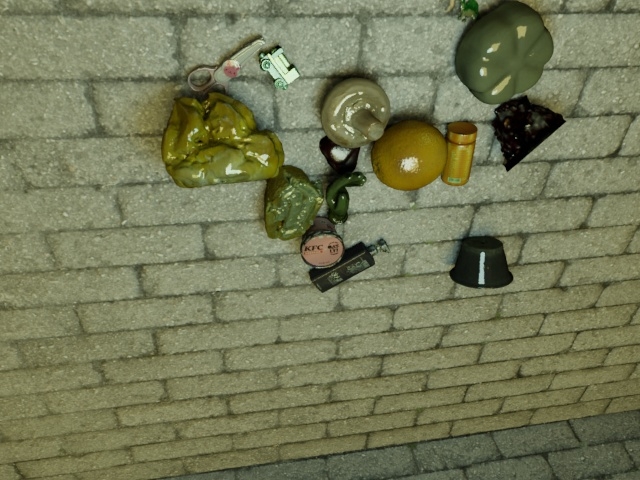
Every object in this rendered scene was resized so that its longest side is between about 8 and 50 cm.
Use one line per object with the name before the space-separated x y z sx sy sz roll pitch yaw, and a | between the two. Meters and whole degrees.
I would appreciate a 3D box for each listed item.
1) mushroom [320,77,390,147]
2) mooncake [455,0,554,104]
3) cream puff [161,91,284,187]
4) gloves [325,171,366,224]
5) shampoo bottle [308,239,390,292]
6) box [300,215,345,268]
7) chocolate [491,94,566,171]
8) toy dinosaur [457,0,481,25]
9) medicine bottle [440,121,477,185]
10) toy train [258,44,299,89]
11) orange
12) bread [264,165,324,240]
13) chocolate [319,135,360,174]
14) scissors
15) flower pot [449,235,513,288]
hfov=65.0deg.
mushroom | 0.111 -0.348 1.429 0.207 0.215 0.207 -12 129 -15
mooncake | 0.521 -0.518 1.420 0.275 0.135 0.275 -12 135 -12
cream puff | -0.273 -0.278 1.397 0.324 0.291 0.257 -6 101 11
gloves | 0.067 -0.142 1.620 0.107 0.135 0.268 15 149 -6
shampoo bottle | 0.111 0.085 1.878 0.309 0.071 0.098 -30 126 10
box | 0.000 0.000 1.741 0.151 0.135 0.151 -4 127 -6
chocolate | 0.632 -0.362 1.604 0.224 0.206 0.177 -40 82 8
toy dinosaur | 0.421 -0.629 1.388 0.120 0.029 0.060 11 114 -20
medicine bottle | 0.448 -0.279 1.633 0.096 0.096 0.192 -8 130 -5
toy train | -0.116 -0.475 1.382 0.081 0.050 0.122 -33 127 9
orange | 0.271 -0.258 1.531 0.236 0.236 0.236 -6 130 -7
bread | -0.094 -0.108 1.639 0.186 0.124 0.257 8 128 -19
chocolate | 0.076 -0.265 1.575 0.125 0.080 0.148 -26 128 10
scissors | -0.245 -0.469 1.369 0.242 0.030 0.118 -33 129 17
flower pot | 0.612 0.073 1.903 0.235 0.235 0.148 -6 111 -8
